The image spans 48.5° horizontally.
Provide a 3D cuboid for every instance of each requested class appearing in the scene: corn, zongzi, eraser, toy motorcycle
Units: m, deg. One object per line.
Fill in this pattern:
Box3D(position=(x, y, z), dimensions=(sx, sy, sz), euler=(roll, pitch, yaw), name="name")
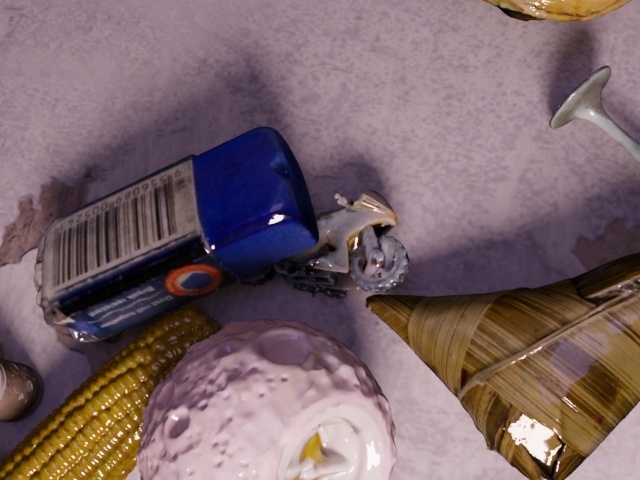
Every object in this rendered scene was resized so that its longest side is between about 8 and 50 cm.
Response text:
Box3D(position=(-0.249, 0.219, 0.806), dimensions=(0.120, 0.120, 0.363), euler=(41, 77, 17), name="corn")
Box3D(position=(0.228, 0.075, 0.781), dimensions=(0.286, 0.134, 0.288), euler=(-46, 65, -1), name="zongzi")
Box3D(position=(-0.174, -0.007, 0.837), dimensions=(0.332, 0.101, 0.155), euler=(-23, 54, 11), name="eraser")
Box3D(position=(0.000, 0.000, 0.864), dimensions=(0.229, 0.094, 0.129), euler=(2, 67, 21), name="toy motorcycle")

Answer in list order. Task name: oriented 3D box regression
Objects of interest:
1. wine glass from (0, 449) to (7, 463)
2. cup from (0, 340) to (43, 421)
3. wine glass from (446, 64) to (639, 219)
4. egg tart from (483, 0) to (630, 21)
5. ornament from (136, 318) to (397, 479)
Box3D(position=(-0.433, 0.310, 0.825), dimensions=(0.073, 0.073, 0.155), euler=(25, 80, 14), name="wine glass")
Box3D(position=(-0.387, 0.163, 0.849), dimensions=(0.074, 0.099, 0.102), euler=(-1, 72, 6), name="cup")
Box3D(position=(0.357, -0.008, 0.848), dimensions=(0.264, 0.096, 0.309), euler=(-46, 72, 16), name="wine glass")
Box3D(position=(0.285, -0.376, 0.934), dimensions=(0.297, 0.132, 0.297), euler=(0, 59, -1), name="egg tart")
Box3D(position=(-0.057, 0.204, 0.718), dimensions=(0.225, 0.259, 0.259), euler=(3, 67, 50), name="ornament")
